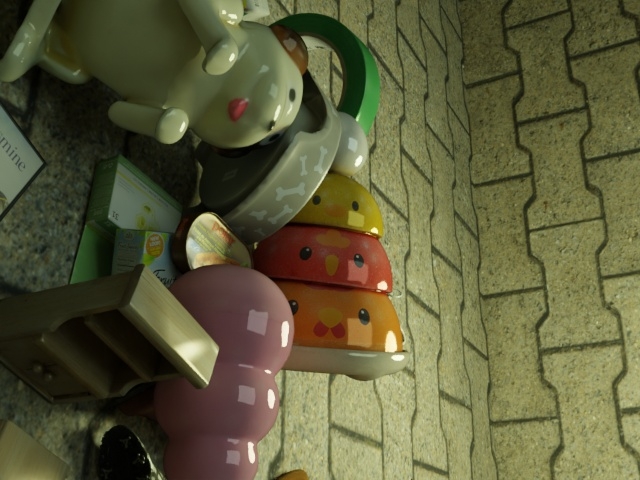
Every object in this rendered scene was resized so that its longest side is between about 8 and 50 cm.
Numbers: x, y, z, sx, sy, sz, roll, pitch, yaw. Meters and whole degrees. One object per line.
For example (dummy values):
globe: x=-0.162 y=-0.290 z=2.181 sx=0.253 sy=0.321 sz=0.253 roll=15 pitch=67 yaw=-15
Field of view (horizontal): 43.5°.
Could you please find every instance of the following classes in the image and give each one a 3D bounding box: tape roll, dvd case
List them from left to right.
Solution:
dvd case: x=-0.464 y=-0.094 z=1.020 sx=0.180 sy=0.022 sz=0.253 roll=60 pitch=30 yaw=-32
tape roll: x=-0.039 y=-0.296 z=1.632 sx=0.077 sy=0.321 sz=0.322 roll=20 pitch=61 yaw=-62

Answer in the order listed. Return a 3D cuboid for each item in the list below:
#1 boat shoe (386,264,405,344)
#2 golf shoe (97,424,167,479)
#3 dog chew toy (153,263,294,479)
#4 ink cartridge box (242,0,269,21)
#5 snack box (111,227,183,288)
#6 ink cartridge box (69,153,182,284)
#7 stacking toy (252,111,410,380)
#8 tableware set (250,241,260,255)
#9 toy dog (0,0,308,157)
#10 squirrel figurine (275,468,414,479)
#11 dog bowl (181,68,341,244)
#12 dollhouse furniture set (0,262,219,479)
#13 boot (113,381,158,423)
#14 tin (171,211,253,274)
boat shoe: x=0.127 y=0.126 z=1.977 sx=0.367 sy=0.156 sz=0.136 roll=66 pitch=28 yaw=-24
golf shoe: x=-0.267 y=0.360 z=1.186 sx=0.094 sy=0.077 sz=0.198 roll=-102 pitch=172 yaw=-86
dog chew toy: x=-0.144 y=0.207 z=1.136 sx=0.206 sy=0.206 sz=0.332 roll=36 pitch=52 yaw=-55
ink cartridge box: x=-0.204 y=-0.541 z=1.683 sx=0.231 sy=0.078 sz=0.134 roll=-14 pitch=91 yaw=-65
snack box: x=-0.247 y=0.091 z=1.257 sx=0.174 sy=0.070 sz=0.207 roll=7 pitch=88 yaw=-58
ink cartridge box: x=-0.302 y=0.008 z=1.272 sx=0.171 sy=0.056 sz=0.235 roll=46 pitch=38 yaw=-49
stacking toy: x=0.000 y=0.000 z=1.459 sx=0.350 sy=0.350 sz=0.480 roll=13 pitch=80 yaw=-62
tableware set: x=-0.136 y=-0.009 z=1.638 sx=0.128 sy=0.039 sz=0.194 roll=-19 pitch=102 yaw=-76
toy dog: x=-0.220 y=-0.277 z=1.215 sx=0.407 sy=0.285 sz=0.395 roll=29 pitch=9 yaw=-18
squirrel figurine: x=0.056 y=0.551 z=1.396 sx=0.397 sy=0.370 sz=0.281 roll=13 pitch=67 yaw=-62
dog bowl: x=-0.106 y=-0.144 z=1.416 sx=0.102 sy=0.348 sz=0.349 roll=37 pitch=45 yaw=-30
dollhouse furniture set: x=-0.309 y=0.249 z=0.915 sx=0.362 sy=0.256 sz=0.394 roll=56 pitch=33 yaw=-38
boot: x=-0.196 y=0.341 z=1.248 sx=0.264 sy=0.096 sz=0.281 roll=30 pitch=38 yaw=-73
tin: x=-0.169 y=0.028 z=1.277 sx=0.190 sy=0.040 sz=0.106 roll=51 pitch=54 yaw=-49
